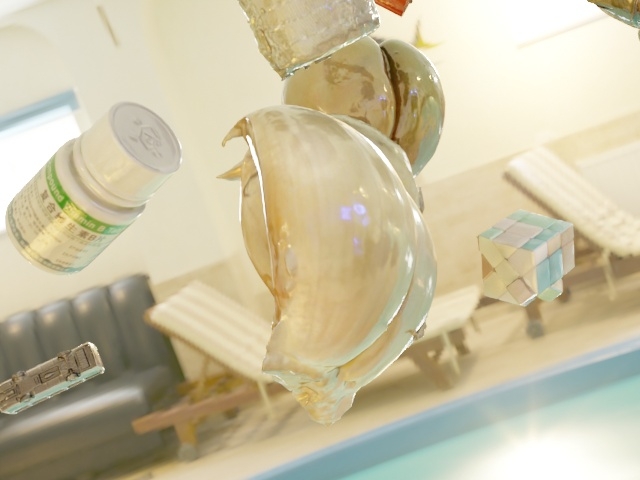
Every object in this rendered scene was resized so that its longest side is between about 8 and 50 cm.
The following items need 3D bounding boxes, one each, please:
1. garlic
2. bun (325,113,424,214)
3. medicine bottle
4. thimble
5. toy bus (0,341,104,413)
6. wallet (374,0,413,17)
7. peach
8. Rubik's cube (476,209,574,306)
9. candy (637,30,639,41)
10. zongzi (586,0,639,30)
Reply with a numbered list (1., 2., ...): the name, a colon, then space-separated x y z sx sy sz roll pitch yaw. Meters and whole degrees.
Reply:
1. garlic: 0.000 0.000 1.130 0.249 0.313 0.286 -26 -36 30
2. bun: 0.020 -0.056 1.721 0.273 0.273 0.168 -21 14 -8
3. medicine bottle: -0.294 -0.067 1.461 0.237 0.139 0.139 -37 -3 31
4. thimble: -0.007 -0.204 0.998 0.115 0.090 0.102 -29 10 -26
5. toy bus: -0.318 0.164 1.326 0.131 0.037 0.052 -26 -18 2
6. wallet: 0.067 -0.448 1.714 0.142 0.204 0.045 -63 -3 19
7. peach: 0.076 -0.217 1.923 0.292 0.292 0.247 -25 6 -36
8. Rubik's cube: 0.180 0.020 0.990 0.075 0.073 0.084 -22 27 -21
9. candy: 0.550 -0.297 1.806 0.045 0.175 0.043 -21 -13 -27
10. zongzi: 0.510 -0.317 1.505 0.260 0.123 0.289 0 28 -46
